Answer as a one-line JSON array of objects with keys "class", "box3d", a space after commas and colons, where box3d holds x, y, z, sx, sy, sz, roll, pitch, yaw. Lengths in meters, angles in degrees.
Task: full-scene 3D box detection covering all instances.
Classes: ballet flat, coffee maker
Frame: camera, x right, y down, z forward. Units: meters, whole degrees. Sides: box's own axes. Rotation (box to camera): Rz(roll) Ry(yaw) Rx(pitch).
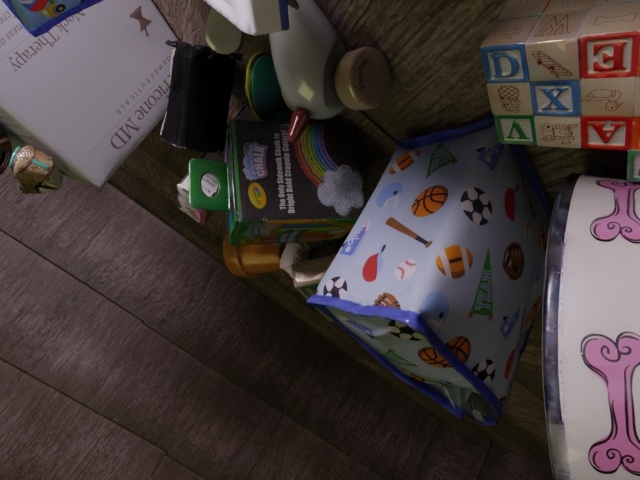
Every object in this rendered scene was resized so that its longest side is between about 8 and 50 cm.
[{"class": "ballet flat", "box3d": [-0.098, -0.252, 0.790, 0.077, 0.077, 0.231, 42, 168, 30]}, {"class": "coffee maker", "box3d": [-0.219, -0.250, 0.763, 0.120, 0.178, 0.171, 3, -160, -25]}, {"class": "ballet flat", "box3d": [-0.510, -0.115, 0.779, 0.067, 0.073, 0.206, 24, 168, -25]}]

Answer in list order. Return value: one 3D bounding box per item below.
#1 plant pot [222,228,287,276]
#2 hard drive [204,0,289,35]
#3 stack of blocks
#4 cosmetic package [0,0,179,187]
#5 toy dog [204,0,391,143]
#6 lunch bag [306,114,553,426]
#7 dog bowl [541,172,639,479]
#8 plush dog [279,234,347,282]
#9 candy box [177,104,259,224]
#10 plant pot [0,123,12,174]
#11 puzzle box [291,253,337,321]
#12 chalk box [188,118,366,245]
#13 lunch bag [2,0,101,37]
[{"class": "plant pot", "box3d": [-0.181, 0.023, 1.401, 0.188, 0.205, 0.205, 3, 147, 27]}, {"class": "hard drive", "box3d": [-0.087, -0.341, 0.305, 0.210, 0.040, 0.319, -125, 23, -47]}, {"class": "stack of blocks", "box3d": [0.317, -0.139, 0.384, 0.297, 0.087, 0.171, 16, 154, 40]}, {"class": "cosmetic package", "box3d": [-0.518, -0.365, 0.783, 0.327, 0.329, 0.394, 17, 155, 35]}, {"class": "toy dog", "box3d": [-0.063, -0.265, 0.565, 0.333, 0.161, 0.220, 39, 159, -16]}, {"class": "lunch bag", "box3d": [0.218, 0.071, 0.670, 0.385, 0.328, 0.239, 41, 159, -30]}, {"class": "dog bowl", "box3d": [0.374, 0.120, 0.479, 0.150, 0.408, 0.408, -3, 141, 40]}, {"class": "plush dog", "box3d": [0.000, 0.000, 1.126, 0.225, 0.210, 0.262, 33, -166, -45]}, {"class": "candy box", "box3d": [-0.210, -0.159, 0.930, 0.071, 0.233, 0.159, 36, 161, -6]}, {"class": "plant pot", "box3d": [-0.629, -0.165, 0.714, 0.165, 0.167, 0.167, 15, 154, 25]}, {"class": "puzzle box", "box3d": [0.112, 0.106, 1.009, 0.272, 0.052, 0.409, -13, 158, 6]}, {"class": "chalk box", "box3d": [-0.086, -0.096, 0.773, 0.289, 0.180, 0.179, -1, 167, -16]}, {"class": "lunch bag", "box3d": [-0.278, -0.379, 0.436, 0.138, 0.293, 0.221, 32, 161, 5]}]
